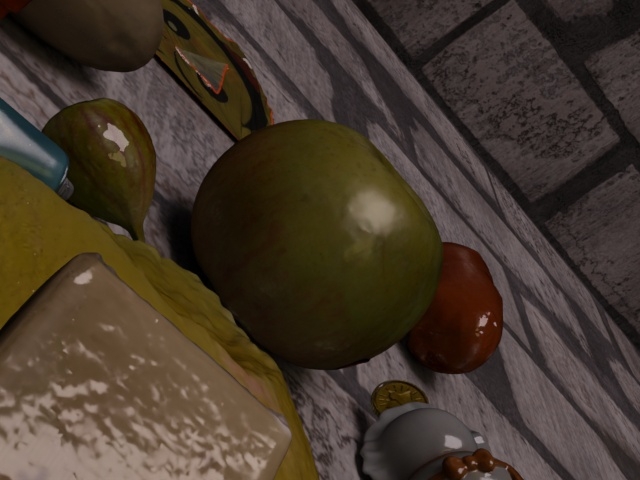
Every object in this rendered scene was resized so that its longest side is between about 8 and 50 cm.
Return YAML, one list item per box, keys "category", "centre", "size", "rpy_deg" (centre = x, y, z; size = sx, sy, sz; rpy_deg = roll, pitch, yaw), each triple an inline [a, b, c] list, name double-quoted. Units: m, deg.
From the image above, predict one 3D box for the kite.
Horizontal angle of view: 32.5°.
- category: "kite"
  centre: [-0.153, -0.234, 1.376]
  size: [0.377, 0.013, 0.327]
  rpy_deg: [60, 18, 13]

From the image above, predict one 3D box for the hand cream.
- category: "hand cream"
  centre: [-0.257, -0.090, 0.760]
  size: [0.224, 0.048, 0.083]
  rpy_deg: [38, 59, -42]

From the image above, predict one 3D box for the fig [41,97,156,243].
- category: "fig"
  centre: [-0.154, -0.043, 0.887]
  size: [0.166, 0.093, 0.093]
  rpy_deg: [48, 18, -17]

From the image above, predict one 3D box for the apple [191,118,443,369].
- category: "apple"
  centre: [0.000, 0.000, 1.037]
  size: [0.261, 0.194, 0.261]
  rpy_deg: [50, 11, -13]

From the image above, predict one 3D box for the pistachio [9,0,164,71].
- category: "pistachio"
  centre: [-0.223, -0.245, 0.995]
  size: [0.215, 0.144, 0.144]
  rpy_deg: [46, 18, -49]

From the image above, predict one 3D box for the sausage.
- category: "sausage"
  centre: [0.173, 0.084, 1.448]
  size: [0.133, 0.133, 0.258]
  rpy_deg: [49, 16, -18]

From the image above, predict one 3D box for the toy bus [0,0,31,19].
- category: "toy bus"
  centre: [-0.338, -0.265, 0.707]
  size: [0.329, 0.153, 0.143]
  rpy_deg: [42, 21, -39]

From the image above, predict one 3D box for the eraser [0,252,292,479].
- category: "eraser"
  centre: [-0.132, 0.156, 0.413]
  size: [0.144, 0.078, 0.343]
  rpy_deg: [42, 37, -12]

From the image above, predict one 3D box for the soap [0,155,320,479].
- category: "soap"
  centre: [-0.103, 0.118, 0.674]
  size: [0.306, 0.115, 0.427]
  rpy_deg: [38, 24, -50]

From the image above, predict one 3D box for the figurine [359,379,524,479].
- category: "figurine"
  centre: [0.119, 0.229, 1.035]
  size: [0.143, 0.143, 0.271]
  rpy_deg: [33, 30, -51]
